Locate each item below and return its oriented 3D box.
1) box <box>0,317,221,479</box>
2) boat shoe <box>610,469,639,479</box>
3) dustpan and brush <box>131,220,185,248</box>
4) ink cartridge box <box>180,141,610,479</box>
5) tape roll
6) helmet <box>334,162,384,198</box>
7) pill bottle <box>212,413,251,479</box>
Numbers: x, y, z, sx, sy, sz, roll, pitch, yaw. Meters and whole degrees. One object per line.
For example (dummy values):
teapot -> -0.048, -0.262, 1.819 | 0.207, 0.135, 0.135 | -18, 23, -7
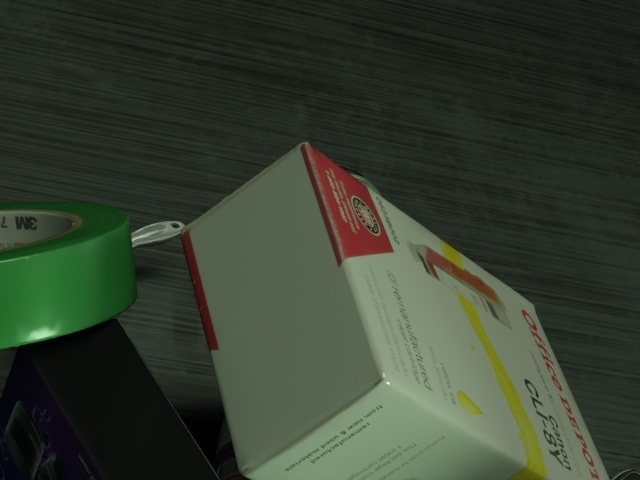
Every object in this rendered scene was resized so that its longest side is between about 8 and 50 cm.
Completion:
box -> -0.174, 0.226, 1.637 | 0.103, 0.184, 0.261 | -13, 53, -34
boat shoe -> 0.301, 0.270, 1.961 | 0.049, 0.040, 0.142 | 32, 39, 7
dustpan and brush -> -0.228, 0.019, 1.935 | 0.211, 0.060, 0.147 | -12, 52, -37
ink cartridge box -> 0.077, 0.126, 1.770 | 0.385, 0.160, 0.279 | 34, 28, -44
tape roll -> -0.323, 0.031, 1.713 | 0.321, 0.077, 0.321 | -4, 11, 1
helmet -> 0.000, 0.000, 2.016 | 0.162, 0.169, 0.169 | -13, 51, -16
pill bottle -> -0.042, 0.199, 1.799 | 0.108, 0.108, 0.193 | 20, 39, -8
